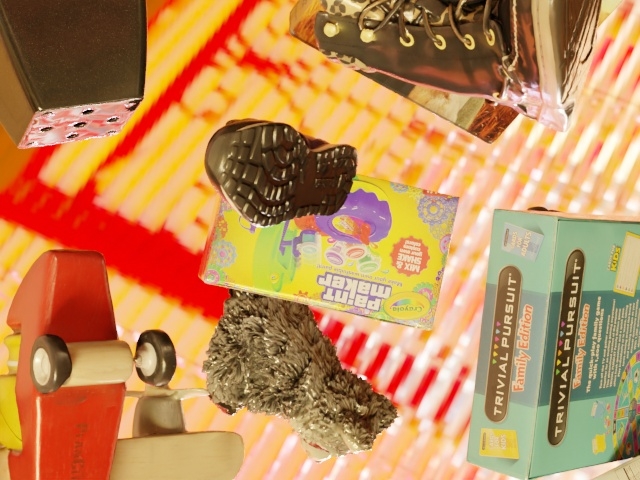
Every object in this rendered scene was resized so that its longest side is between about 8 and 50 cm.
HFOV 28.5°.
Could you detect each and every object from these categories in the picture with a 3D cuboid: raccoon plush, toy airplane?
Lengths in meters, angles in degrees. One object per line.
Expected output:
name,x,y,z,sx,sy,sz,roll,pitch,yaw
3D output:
raccoon plush,-0.026,0.172,2.088,0.216,0.299,0.446,-49,-35,-44
toy airplane,-0.300,0.240,1.349,0.384,0.272,0.386,-46,-53,-17

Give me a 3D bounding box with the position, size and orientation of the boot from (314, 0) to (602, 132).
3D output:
boot,0.133,-0.229,1.276,0.377,0.284,0.138,33,-105,-75

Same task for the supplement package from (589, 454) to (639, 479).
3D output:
supplement package,0.370,0.311,1.306,0.203,0.149,0.194,-30,-32,12

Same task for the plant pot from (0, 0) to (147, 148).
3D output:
plant pot,-0.296,-0.209,1.443,0.188,0.167,0.187,-10,-12,-26

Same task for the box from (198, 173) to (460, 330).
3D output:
box,0.000,0.000,1.665,0.279,0.290,0.177,-177,100,-83

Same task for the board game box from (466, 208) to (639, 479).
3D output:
board game box,0.295,0.100,1.316,0.336,0.079,0.253,2,-84,-45

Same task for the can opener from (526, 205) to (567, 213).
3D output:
can opener,0.359,-0.020,2.227,0.186,0.073,0.059,-18,59,60

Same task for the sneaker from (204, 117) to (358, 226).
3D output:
sneaker,-0.072,-0.080,1.326,0.283,0.124,0.107,7,-76,-67

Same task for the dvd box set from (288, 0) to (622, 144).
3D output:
dvd box set,0.201,-0.328,1.435,0.420,0.308,0.062,-49,25,34
